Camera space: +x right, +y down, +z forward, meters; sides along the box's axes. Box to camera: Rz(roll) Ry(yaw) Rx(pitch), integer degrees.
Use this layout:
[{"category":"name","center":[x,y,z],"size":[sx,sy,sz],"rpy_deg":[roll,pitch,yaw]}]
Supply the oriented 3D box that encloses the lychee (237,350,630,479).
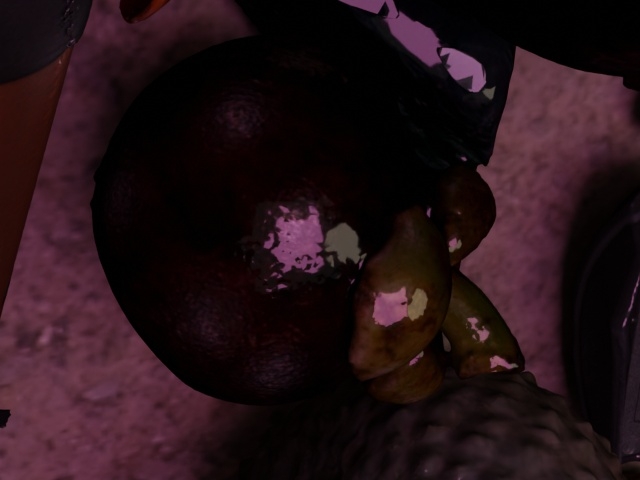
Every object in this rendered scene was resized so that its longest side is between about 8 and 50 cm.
[{"category":"lychee","center":[0.062,0.190,0.718],"size":[0.255,0.255,0.274],"rpy_deg":[-51,139,3]}]

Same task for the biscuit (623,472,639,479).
[{"category":"biscuit","center":[0.222,0.258,0.925],"size":[0.290,0.041,0.208],"rpy_deg":[-4,112,-21]}]

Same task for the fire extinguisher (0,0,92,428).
[{"category":"fire extinguisher","center":[-0.213,-0.030,0.565],"size":[0.200,0.113,0.376],"rpy_deg":[31,135,5]}]

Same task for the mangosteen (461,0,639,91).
[{"category":"mangosteen","center":[0.178,-0.221,0.593],"size":[0.297,0.297,0.313],"rpy_deg":[25,65,-28]}]

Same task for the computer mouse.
[{"category":"computer mouse","center":[0.212,0.052,0.827],"size":[0.126,0.071,0.231],"rpy_deg":[-27,129,-26]}]

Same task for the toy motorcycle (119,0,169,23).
[{"category":"toy motorcycle","center":[-0.133,-0.210,0.553],"size":[0.326,0.148,0.221],"rpy_deg":[1,88,-24]}]

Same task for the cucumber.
[{"category":"cucumber","center":[0.041,-0.118,0.689],"size":[0.193,0.086,0.115],"rpy_deg":[37,96,-22]}]

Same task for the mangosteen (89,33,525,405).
[{"category":"mangosteen","center":[0.000,0.000,0.632],"size":[0.231,0.194,0.194],"rpy_deg":[21,105,12]}]
